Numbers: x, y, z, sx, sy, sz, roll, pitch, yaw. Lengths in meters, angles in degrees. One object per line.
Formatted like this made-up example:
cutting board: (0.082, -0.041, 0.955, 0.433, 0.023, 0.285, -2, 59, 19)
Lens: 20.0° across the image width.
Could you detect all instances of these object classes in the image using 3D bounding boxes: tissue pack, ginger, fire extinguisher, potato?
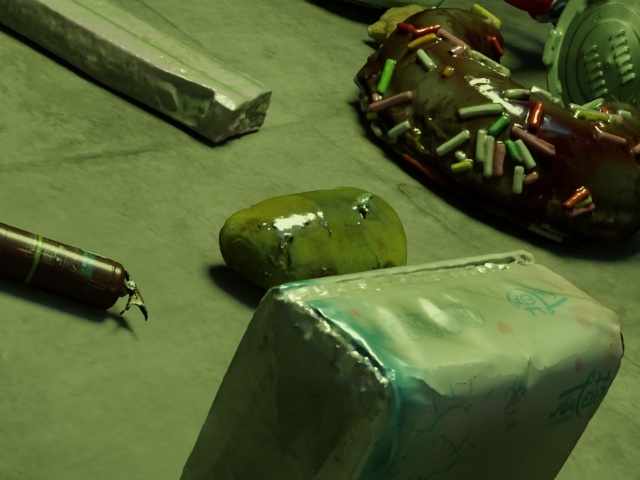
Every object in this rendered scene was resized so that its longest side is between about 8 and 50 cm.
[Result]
tissue pack: (0.051, 0.118, 1.140, 0.124, 0.201, 0.271, 44, 30, 27)
ginger: (0.131, -0.240, 2.108, 0.096, 0.067, 0.165, 16, 15, 33)
fire extinguisher: (-0.185, 0.021, 1.291, 0.132, 0.039, 0.056, 19, 34, -18)
potato: (0.000, 0.000, 1.469, 0.188, 0.085, 0.105, -4, 36, -42)

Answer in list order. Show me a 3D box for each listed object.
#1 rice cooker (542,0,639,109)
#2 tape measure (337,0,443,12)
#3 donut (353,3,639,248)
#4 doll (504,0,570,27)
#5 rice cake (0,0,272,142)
rice cooker: (0.403, -0.195, 2.097, 0.227, 0.241, 0.281, 0, 67, -38)
tape measure: (0.029, -0.365, 2.191, 0.243, 0.125, 0.246, 9, 28, -34)
donut: (0.188, -0.124, 1.858, 0.345, 0.136, 0.259, 33, 21, 18)
doll: (0.298, -0.299, 2.249, 0.384, 0.099, 0.188, 24, 30, -53)
rice cake: (-0.189, -0.183, 1.683, 0.298, 0.050, 0.106, 30, 24, 6)
